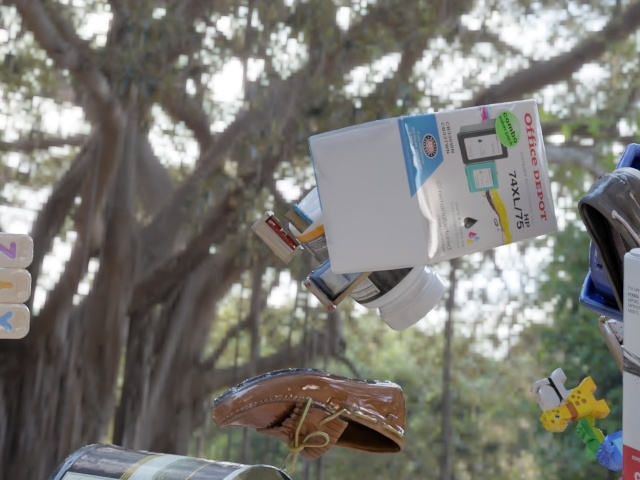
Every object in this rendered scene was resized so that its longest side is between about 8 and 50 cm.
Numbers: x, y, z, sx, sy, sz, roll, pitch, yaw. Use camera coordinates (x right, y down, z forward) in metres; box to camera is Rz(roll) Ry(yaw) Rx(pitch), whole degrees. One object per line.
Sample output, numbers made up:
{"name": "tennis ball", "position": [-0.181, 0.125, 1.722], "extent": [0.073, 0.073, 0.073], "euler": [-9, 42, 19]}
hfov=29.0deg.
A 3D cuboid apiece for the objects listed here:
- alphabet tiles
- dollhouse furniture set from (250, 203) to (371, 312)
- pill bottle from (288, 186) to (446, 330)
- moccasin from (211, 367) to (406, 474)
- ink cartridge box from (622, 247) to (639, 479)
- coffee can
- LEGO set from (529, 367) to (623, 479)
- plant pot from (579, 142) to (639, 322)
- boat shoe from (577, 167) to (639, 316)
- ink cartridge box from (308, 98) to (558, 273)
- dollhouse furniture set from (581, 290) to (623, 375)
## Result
{"name": "alphabet tiles", "position": [-0.600, 0.068, 1.959], "extent": [0.278, 0.284, 0.021], "euler": [2, -5, -5]}
{"name": "dollhouse furniture set", "position": [0.000, 0.000, 1.944], "extent": [0.183, 0.129, 0.129], "euler": [45, 4, -1]}
{"name": "pill bottle", "position": [0.087, 0.020, 2.202], "extent": [0.278, 0.162, 0.162], "euler": [47, -35, -16]}
{"name": "moccasin", "position": [-0.011, 0.297, 2.011], "extent": [0.139, 0.147, 0.380], "euler": [-30, -31, 36]}
{"name": "ink cartridge box", "position": [0.428, 0.140, 1.303], "extent": [0.197, 0.272, 0.114], "euler": [-6, 9, -25]}
{"name": "coffee can", "position": [-0.181, 0.359, 1.495], "extent": [0.275, 0.201, 0.201], "euler": [0, -18, 37]}
{"name": "LEGO set", "position": [0.347, 0.263, 1.674], "extent": [0.093, 0.227, 0.087], "euler": [-14, -35, -19]}
{"name": "plant pot", "position": [0.552, 0.017, 1.976], "extent": [0.236, 0.236, 0.212], "euler": [19, -45, 13]}
{"name": "boat shoe", "position": [0.442, 0.065, 1.717], "extent": [0.095, 0.335, 0.112], "euler": [-29, 12, -29]}
{"name": "ink cartridge box", "position": [0.160, -0.077, 1.725], "extent": [0.270, 0.198, 0.197], "euler": [-13, 4, -40]}
{"name": "dollhouse furniture set", "position": [0.749, 0.173, 2.525], "extent": [0.303, 0.355, 0.174], "euler": [-24, -25, 1]}
